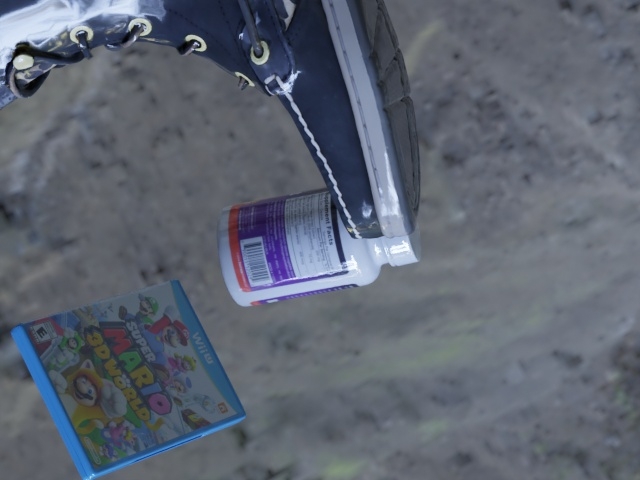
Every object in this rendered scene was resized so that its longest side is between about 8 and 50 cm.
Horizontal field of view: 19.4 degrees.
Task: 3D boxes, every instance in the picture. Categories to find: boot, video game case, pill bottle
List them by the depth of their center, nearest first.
[{"bbox_3d":[-0.109,-0.145,1.250,0.138,0.284,0.377,-72,-39,-71],"label":"boot"},{"bbox_3d":[-0.135,0.097,1.351,0.015,0.166,0.119,-35,78,37],"label":"video game case"},{"bbox_3d":[0.000,0.000,1.918,0.108,0.193,0.108,-10,-90,-78],"label":"pill bottle"}]
